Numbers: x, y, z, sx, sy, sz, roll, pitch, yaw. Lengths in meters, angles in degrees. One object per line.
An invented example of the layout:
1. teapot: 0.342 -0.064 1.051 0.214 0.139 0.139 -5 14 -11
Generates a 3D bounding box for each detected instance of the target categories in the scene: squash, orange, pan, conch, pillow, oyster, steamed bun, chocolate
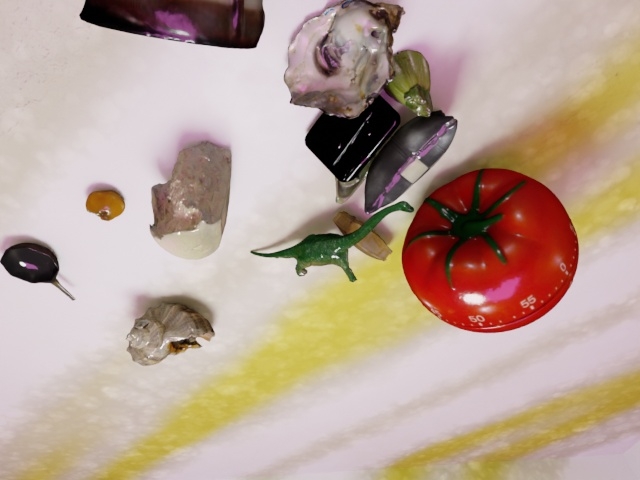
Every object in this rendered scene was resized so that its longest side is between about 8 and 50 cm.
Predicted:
1. squash: 0.181 -0.298 0.878 0.105 0.132 0.105 -4 134 -4
2. orange: -0.509 -0.082 1.055 0.086 0.062 0.086 -4 131 -5
3. pan: -0.748 0.081 1.188 0.128 0.048 0.202 -4 131 0
4. conch: -0.446 0.262 1.322 0.210 0.159 0.291 -36 165 14
5. pillow: 0.178 -0.171 0.943 0.106 0.186 0.250 41 109 -8
6. oyster: 0.040 -0.341 0.841 0.222 0.083 0.214 10 98 18
7. steamed bun: -0.284 -0.080 0.968 0.170 0.226 0.200 9 133 -14
8. chocolate: -0.210 -0.410 0.674 0.283 0.284 0.186 5 116 -10

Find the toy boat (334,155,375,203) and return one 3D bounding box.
1. toy boat: 0.076 -0.170 1.028 0.089 0.071 0.185 14 130 -19

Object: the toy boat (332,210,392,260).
1. toy boat: 0.112 -0.007 1.180 0.206 0.072 0.064 37 94 -32

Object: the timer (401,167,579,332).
1. timer: 0.381 0.028 1.033 0.378 0.378 0.279 -29 131 19

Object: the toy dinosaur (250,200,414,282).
1. toy dinosaur: 0.000 0.000 1.078 0.446 0.087 0.301 2 151 13

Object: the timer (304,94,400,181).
1. timer: 0.060 -0.230 0.935 0.144 0.055 0.187 48 122 11
